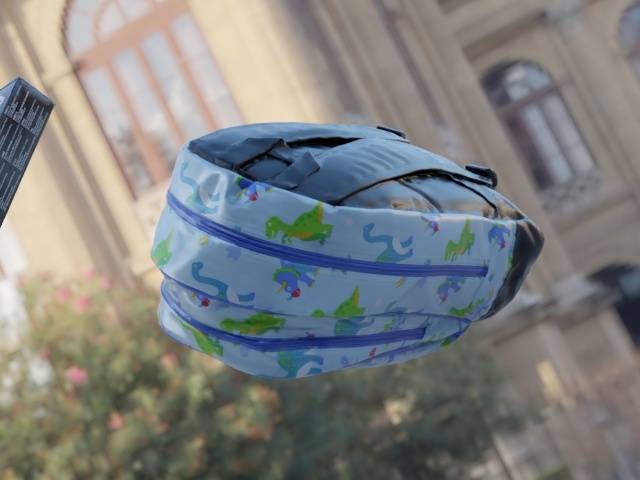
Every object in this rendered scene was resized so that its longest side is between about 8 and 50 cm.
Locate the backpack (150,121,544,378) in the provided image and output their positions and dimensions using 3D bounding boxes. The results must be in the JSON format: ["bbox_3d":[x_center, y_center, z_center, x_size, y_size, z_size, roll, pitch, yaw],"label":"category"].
[{"bbox_3d":[0.000,0.000,1.776,0.273,0.290,0.355,-63,-24,1],"label":"backpack"}]

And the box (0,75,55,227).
[{"bbox_3d":[-0.300,-0.017,1.483,0.184,0.045,0.191,-27,36,47],"label":"box"}]
